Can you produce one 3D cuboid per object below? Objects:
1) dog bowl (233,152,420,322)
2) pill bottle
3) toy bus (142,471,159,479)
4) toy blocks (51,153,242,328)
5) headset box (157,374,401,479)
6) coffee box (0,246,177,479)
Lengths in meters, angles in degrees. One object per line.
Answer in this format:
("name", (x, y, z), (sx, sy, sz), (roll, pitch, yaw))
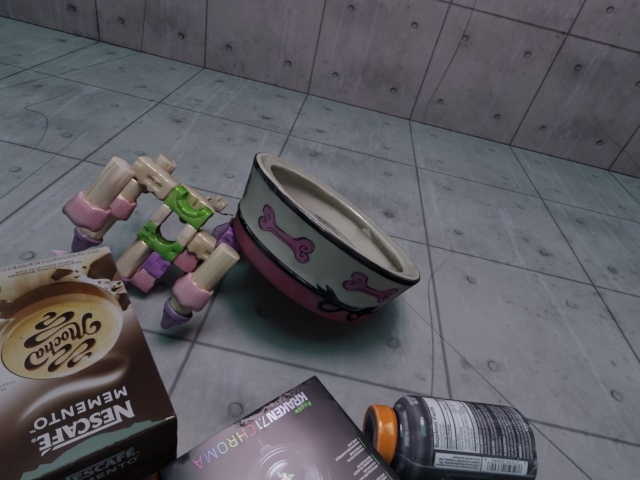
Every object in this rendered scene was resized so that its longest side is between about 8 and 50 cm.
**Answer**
("dog bowl", (0.000, 0.000, 0.860), (0.408, 0.150, 0.408), (34, 15, -11))
("pill bottle", (0.193, 0.316, 0.654), (0.245, 0.130, 0.130), (9, 37, -7))
("toy bus", (-0.369, 0.240, 0.578), (0.332, 0.108, 0.130), (23, 39, 9))
("toy blocks", (-0.325, 0.013, 0.829), (0.288, 0.260, 0.309), (41, 9, -12))
("headset box", (-0.025, 0.362, 0.518), (0.246, 0.131, 0.283), (-19, 49, -36))
("coffee box", (-0.307, 0.157, 0.514), (0.168, 0.119, 0.297), (-15, 47, -34))
